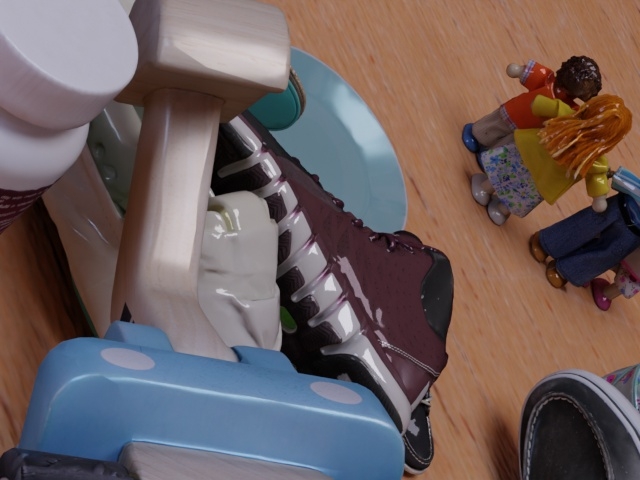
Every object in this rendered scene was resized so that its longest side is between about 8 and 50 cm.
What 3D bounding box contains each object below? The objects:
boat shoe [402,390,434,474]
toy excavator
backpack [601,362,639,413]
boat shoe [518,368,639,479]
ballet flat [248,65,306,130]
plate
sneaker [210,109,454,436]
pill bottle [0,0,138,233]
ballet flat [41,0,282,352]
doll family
[{"bbox_3d":[0.062,0.109,1.434,0.046,0.038,0.125,19,48,-44],"label":"boat shoe"},{"bbox_3d":[-0.084,0.105,1.036,0.222,0.433,0.445,10,15,-19],"label":"toy excavator"},{"bbox_3d":[0.302,0.156,1.638,0.182,0.115,0.152,15,53,-43],"label":"backpack"},{"bbox_3d":[0.200,0.241,1.421,0.119,0.121,0.335,22,48,-47],"label":"boat shoe"},{"bbox_3d":[-0.097,-0.151,1.415,0.206,0.073,0.067,32,22,-26],"label":"ballet flat"},{"bbox_3d":[-0.004,-0.068,1.519,0.188,0.024,0.188,34,38,-32],"label":"plate"},{"bbox_3d":[0.000,0.000,1.379,0.162,0.106,0.281,-38,102,-48],"label":"sneaker"},{"bbox_3d":[-0.202,-0.058,1.060,0.121,0.221,0.121,30,39,-28],"label":"pill bottle"},{"bbox_3d":[-0.107,-0.031,1.253,0.139,0.139,0.400,-16,76,-56],"label":"ballet flat"},{"bbox_3d":[0.240,-0.039,1.679,0.263,0.163,0.118,49,33,-12],"label":"doll family"}]
